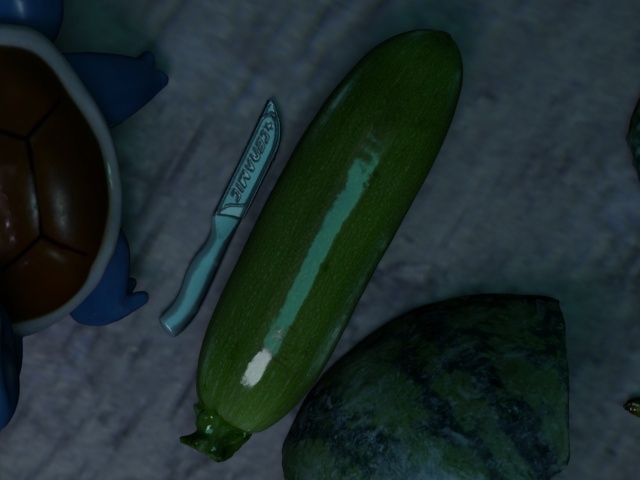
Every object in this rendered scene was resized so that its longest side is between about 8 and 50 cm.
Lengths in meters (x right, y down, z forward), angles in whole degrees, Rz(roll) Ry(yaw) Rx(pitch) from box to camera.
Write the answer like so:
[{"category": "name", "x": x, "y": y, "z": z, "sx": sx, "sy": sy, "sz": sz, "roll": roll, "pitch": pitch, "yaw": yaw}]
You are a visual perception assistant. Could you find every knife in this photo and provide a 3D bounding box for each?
[{"category": "knife", "x": -0.077, "y": -0.017, "z": 1.270, "sx": 0.028, "sy": 0.015, "sz": 0.210, "roll": 27, "pitch": 90, "yaw": -2}]

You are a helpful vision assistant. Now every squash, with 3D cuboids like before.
[{"category": "squash", "x": 0.000, "y": 0.000, "z": 1.236, "sx": 0.107, "sy": 0.107, "sz": 0.395, "roll": 29, "pitch": 90, "yaw": -8}]

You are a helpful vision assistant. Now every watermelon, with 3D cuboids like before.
[{"category": "watermelon", "x": 0.099, "y": 0.174, "z": 1.225, "sx": 0.256, "sy": 0.260, "sz": 0.176, "roll": -26, "pitch": 110, "yaw": 12}]

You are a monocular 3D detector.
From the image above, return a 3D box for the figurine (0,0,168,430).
[{"category": "figurine", "x": -0.266, "y": -0.042, "z": 1.166, "sx": 0.298, "sy": 0.243, "sz": 0.416, "roll": -6, "pitch": 74, "yaw": 2}]

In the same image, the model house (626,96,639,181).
[{"category": "model house", "x": 0.413, "y": -0.060, "z": 1.218, "sx": 0.261, "sy": 0.241, "sz": 0.225, "roll": -18, "pitch": 98, "yaw": -5}]

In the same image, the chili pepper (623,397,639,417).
[{"category": "chili pepper", "x": 0.359, "y": 0.173, "z": 1.326, "sx": 0.208, "sy": 0.043, "sz": 0.049, "roll": 32, "pitch": 114, "yaw": -3}]
